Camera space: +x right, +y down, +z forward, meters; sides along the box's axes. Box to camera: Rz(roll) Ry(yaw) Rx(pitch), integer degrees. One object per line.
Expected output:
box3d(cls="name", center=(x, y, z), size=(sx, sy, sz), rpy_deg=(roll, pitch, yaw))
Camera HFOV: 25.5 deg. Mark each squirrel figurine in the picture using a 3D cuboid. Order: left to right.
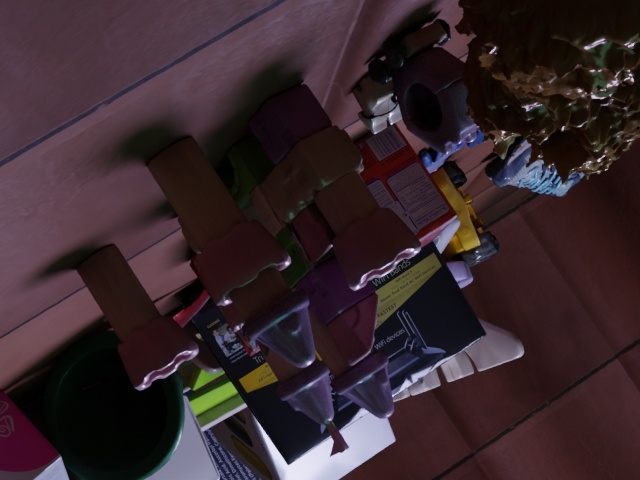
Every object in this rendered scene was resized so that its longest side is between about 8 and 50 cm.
box3d(cls="squirrel figurine", center=(0.267, -0.209, 0.981), size=(0.397, 0.281, 0.370), rpy_deg=(-21, -173, 13))

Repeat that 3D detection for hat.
box3d(cls="hat", center=(-0.193, 0.174, 1.652), size=(0.208, 0.173, 0.183), rpy_deg=(-37, 171, 18))

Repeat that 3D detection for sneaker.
box3d(cls="sneaker", center=(0.396, -0.133, 2.476), size=(0.110, 0.122, 0.283), rpy_deg=(-39, 171, 40))

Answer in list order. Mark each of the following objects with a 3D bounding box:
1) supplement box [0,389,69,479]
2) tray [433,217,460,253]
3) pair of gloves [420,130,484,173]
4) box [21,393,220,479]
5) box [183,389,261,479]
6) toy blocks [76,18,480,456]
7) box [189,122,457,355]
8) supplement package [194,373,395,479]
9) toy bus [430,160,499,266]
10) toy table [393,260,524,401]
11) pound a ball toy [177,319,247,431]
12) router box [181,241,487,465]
box3d(cls="supplement box", center=(-0.365, 0.278, 1.638), size=(0.114, 0.111, 0.220), rpy_deg=(-40, 165, -18))
box3d(cls="tray", center=(0.063, 0.060, 1.868), size=(0.270, 0.145, 0.030), rpy_deg=(-57, -153, 12))
box3d(cls="pair of gloves", center=(0.196, -0.137, 1.930), size=(0.198, 0.023, 0.159), rpy_deg=(-32, 175, -6))
box3d(cls="box", center=(-0.255, 0.254, 1.759), size=(0.149, 0.126, 0.232), rpy_deg=(-30, -159, -25))
box3d(cls="box", center=(-0.188, 0.398, 2.680), size=(0.472, 0.297, 0.480), rpy_deg=(-34, 178, -8))
box3d(cls="toy blocks", center=(0.008, 0.029, 1.191), size=(0.309, 0.260, 0.288), rpy_deg=(-29, 172, -31))
box3d(cls="box", center=(0.000, 0.000, 1.518), size=(0.257, 0.128, 0.122), rpy_deg=(-32, 173, -14))
box3d(cls="supplement package", center=(-0.056, 0.241, 2.208), size=(0.198, 0.199, 0.263), rpy_deg=(-31, -151, -20))
box3d(cls="toy bus", center=(0.145, -0.010, 2.139), size=(0.211, 0.149, 0.220), rpy_deg=(-25, 173, 7))
box3d(cls="toy table", center=(0.149, 0.134, 2.044), size=(0.252, 0.160, 0.274), rpy_deg=(-24, 171, 32))
box3d(cls="pound a ball toy", center=(-0.100, 0.106, 1.952), size=(0.319, 0.136, 0.208), rpy_deg=(-25, 144, -51))
box3d(cls="router box", center=(0.018, 0.098, 1.788), size=(0.309, 0.243, 0.081), rpy_deg=(-32, -161, -5))
